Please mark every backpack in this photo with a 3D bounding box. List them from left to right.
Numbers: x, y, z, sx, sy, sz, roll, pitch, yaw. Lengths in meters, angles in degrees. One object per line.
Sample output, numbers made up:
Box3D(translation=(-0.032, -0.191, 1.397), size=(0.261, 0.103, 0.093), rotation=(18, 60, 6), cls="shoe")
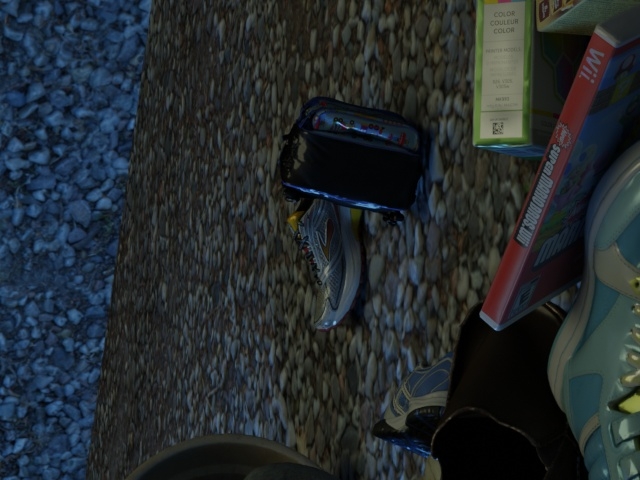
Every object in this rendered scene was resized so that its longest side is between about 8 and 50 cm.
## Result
Box3D(translation=(0.031, -0.098, 2.105), size=(0.173, 0.158, 0.117), rotation=(-112, 35, -77), cls="backpack")

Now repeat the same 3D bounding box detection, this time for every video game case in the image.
Box3D(translation=(0.230, -0.073, 1.396), size=(0.025, 0.204, 0.285), rotation=(41, 136, 25), cls="video game case")

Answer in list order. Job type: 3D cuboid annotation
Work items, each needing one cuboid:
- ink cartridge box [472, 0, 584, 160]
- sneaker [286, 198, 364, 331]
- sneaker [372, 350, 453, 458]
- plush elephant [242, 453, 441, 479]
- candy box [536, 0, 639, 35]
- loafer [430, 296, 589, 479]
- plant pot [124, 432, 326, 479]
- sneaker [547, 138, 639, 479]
Box3D(translation=(0.187, -0.181, 1.646), size=(0.062, 0.109, 0.209), rotation=(-1, 85, 32), cls="ink cartridge box")
Box3D(translation=(0.000, 0.000, 2.276), size=(0.088, 0.092, 0.225), rotation=(164, 106, -72), cls="sneaker")
Box3D(translation=(0.116, 0.176, 1.946), size=(0.211, 0.080, 0.081), rotation=(139, 152, -66), cls="sneaker")
Box3D(translation=(0.038, 0.351, 1.900), size=(0.255, 0.330, 0.272), rotation=(-13, 89, 49), cls="plush elephant")
Box3D(translation=(0.266, -0.292, 1.456), size=(0.316, 0.087, 0.183), rotation=(146, 124, -70), cls="candy box")
Box3D(translation=(0.162, 0.166, 1.537), size=(0.366, 0.133, 0.130), rotation=(-86, -26, -46), cls="loafer")
Box3D(translation=(-0.121, 0.450, 2.318), size=(0.305, 0.333, 0.334), rotation=(103, 162, -64), cls="plant pot")
Box3D(translation=(0.266, 0.084, 1.370), size=(0.319, 0.127, 0.208), rotation=(96, 167, -45), cls="sneaker")
